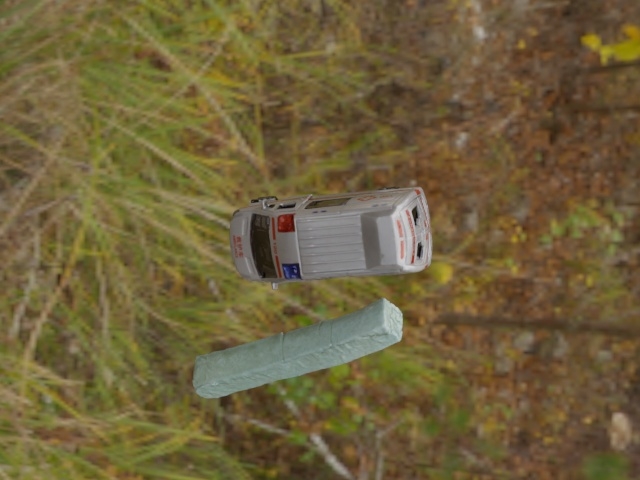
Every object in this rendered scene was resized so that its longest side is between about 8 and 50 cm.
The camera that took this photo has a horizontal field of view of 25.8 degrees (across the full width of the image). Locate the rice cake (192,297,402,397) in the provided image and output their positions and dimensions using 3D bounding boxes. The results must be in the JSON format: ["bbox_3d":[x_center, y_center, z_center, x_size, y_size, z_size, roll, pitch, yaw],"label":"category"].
[{"bbox_3d":[-0.029,0.115,1.437,0.042,0.245,0.045,46,37,-42],"label":"rice cake"}]

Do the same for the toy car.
[{"bbox_3d":[0.000,0.000,1.349,0.108,0.210,0.089,-31,115,-69],"label":"toy car"}]
